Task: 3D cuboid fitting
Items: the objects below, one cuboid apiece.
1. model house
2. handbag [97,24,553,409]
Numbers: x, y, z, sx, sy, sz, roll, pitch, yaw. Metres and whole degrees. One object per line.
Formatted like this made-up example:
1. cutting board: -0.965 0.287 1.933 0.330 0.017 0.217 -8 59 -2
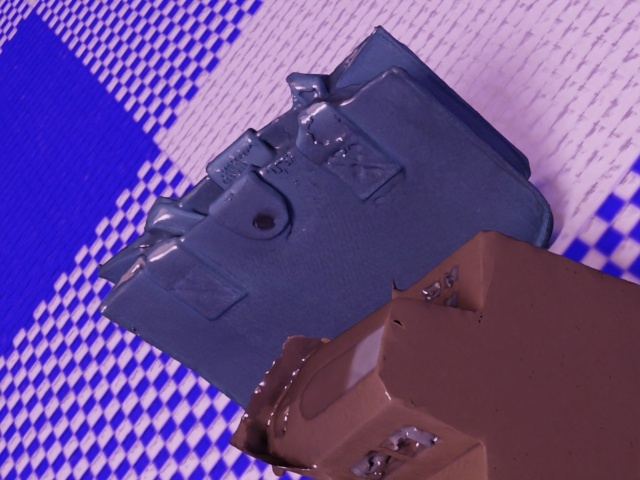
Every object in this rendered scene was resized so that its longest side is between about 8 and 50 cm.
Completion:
1. model house: 0.031 0.125 0.637 0.248 0.176 0.181 -46 32 44
2. handbag: 0.000 0.000 0.740 0.229 0.179 0.062 -38 37 22
